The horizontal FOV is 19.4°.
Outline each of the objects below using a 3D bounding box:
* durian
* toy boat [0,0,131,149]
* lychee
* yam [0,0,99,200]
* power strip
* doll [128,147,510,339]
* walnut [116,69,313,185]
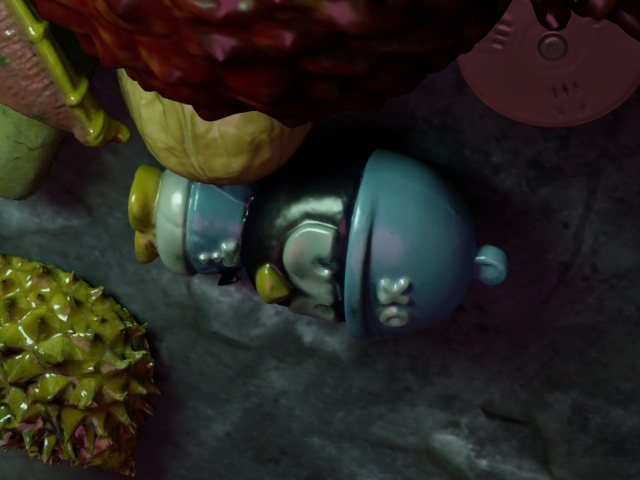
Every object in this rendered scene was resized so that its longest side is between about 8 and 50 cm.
[{"bbox_3d":[-0.296,0.104,1.677,0.341,0.112,0.191,25,129,-8],"label":"durian"},{"bbox_3d":[-0.249,-0.198,1.384,0.099,0.141,0.318,-28,96,-15],"label":"toy boat"},{"bbox_3d":[0.000,-0.271,1.153,0.500,0.425,0.425,27,127,1],"label":"lychee"},{"bbox_3d":[-0.198,-0.186,1.461,0.083,0.083,0.372,22,128,-8],"label":"yam"},{"bbox_3d":[0.178,-0.167,1.418,0.154,0.078,0.154,5,128,6],"label":"power strip"},{"bbox_3d":[0.000,0.000,1.536,0.314,0.141,0.177,7,141,10],"label":"doll"},{"bbox_3d":[-0.076,-0.141,1.425,0.165,0.165,0.197,-7,116,14],"label":"walnut"}]
